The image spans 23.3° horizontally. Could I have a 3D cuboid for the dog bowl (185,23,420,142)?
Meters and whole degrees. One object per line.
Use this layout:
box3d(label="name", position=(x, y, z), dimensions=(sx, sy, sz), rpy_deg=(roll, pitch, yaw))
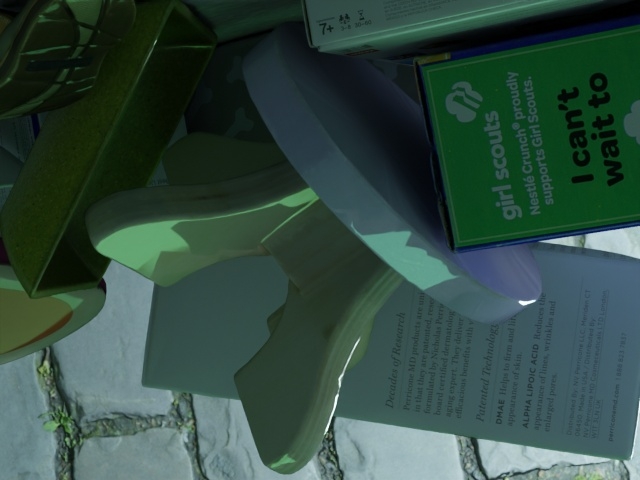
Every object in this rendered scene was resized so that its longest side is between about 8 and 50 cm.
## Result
box3d(label="dog bowl", position=(0.034, -0.106, 1.210), dimensions=(0.349, 0.102, 0.349), rpy_deg=(-9, 180, 0))

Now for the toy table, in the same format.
box3d(label="toy table", position=(0.000, 0.000, 0.943), dimensions=(0.161, 0.252, 0.274), rpy_deg=(-35, 130, 18))

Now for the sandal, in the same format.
box3d(label="sandal", position=(-0.150, -0.107, 0.816), dimensions=(0.072, 0.049, 0.180), rpy_deg=(-6, 163, -33))

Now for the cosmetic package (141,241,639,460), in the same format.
box3d(label="cosmetic package", position=(0.070, 0.066, 1.260), dimensions=(0.385, 0.156, 0.217), rpy_deg=(6, -179, 12))

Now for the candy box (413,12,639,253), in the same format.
box3d(label="candy box", position=(0.246, -0.081, 0.912), dimensions=(0.317, 0.122, 0.268), rpy_deg=(-11, -178, 20))

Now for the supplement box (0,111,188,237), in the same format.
box3d(label="supplement box", position=(-0.191, -0.062, 1.145), dimensions=(0.111, 0.113, 0.220), rpy_deg=(-9, 178, -30))

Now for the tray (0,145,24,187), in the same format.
box3d(label="tray", position=(-0.327, -0.060, 0.977), dimensions=(0.145, 0.030, 0.270), rpy_deg=(26, -156, 39))

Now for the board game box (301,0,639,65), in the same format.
box3d(label="board game box", position=(0.162, -0.154, 0.857), dimensions=(0.305, 0.053, 0.193), rpy_deg=(-10, -179, 19))

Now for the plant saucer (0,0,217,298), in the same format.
box3d(label="plant saucer", position=(-0.134, -0.061, 0.949), dimensions=(0.045, 0.188, 0.188), rpy_deg=(27, -178, 3))

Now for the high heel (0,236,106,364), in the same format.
box3d(label="high heel", position=(-0.349, -0.004, 1.131), dimensions=(0.377, 0.181, 0.127), rpy_deg=(2, 133, -15))
